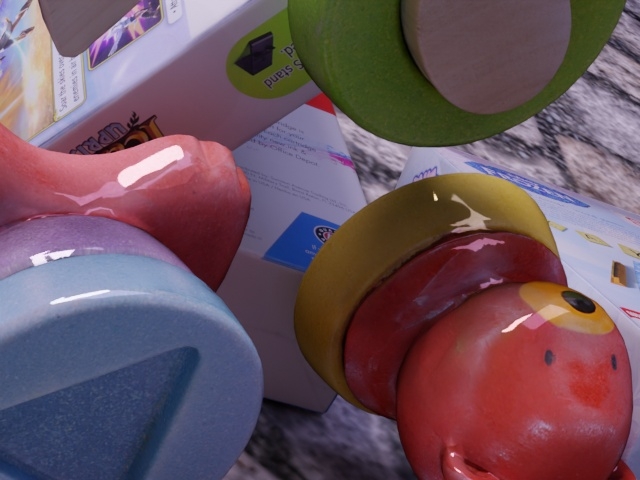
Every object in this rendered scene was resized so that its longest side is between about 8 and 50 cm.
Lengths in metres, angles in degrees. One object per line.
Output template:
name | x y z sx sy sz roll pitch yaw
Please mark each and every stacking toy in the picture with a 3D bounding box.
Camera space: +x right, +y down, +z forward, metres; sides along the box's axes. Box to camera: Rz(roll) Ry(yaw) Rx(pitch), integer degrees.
stacking toy | 0.000 0.000 0.583 0.309 0.279 0.130 -3 40 -25

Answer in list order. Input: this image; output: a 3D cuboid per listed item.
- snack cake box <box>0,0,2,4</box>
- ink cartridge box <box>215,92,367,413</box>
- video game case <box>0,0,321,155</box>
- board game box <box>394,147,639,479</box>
snack cake box | -0.272 -0.091 0.622 0.264 0.152 0.089 6 42 -40
ink cartridge box | -0.057 -0.030 0.817 0.134 0.078 0.231 18 29 -23
video game case | -0.069 -0.140 0.741 0.061 0.244 0.269 43 24 -39
board game box | 0.225 0.065 0.863 0.318 0.066 0.318 18 14 -21
